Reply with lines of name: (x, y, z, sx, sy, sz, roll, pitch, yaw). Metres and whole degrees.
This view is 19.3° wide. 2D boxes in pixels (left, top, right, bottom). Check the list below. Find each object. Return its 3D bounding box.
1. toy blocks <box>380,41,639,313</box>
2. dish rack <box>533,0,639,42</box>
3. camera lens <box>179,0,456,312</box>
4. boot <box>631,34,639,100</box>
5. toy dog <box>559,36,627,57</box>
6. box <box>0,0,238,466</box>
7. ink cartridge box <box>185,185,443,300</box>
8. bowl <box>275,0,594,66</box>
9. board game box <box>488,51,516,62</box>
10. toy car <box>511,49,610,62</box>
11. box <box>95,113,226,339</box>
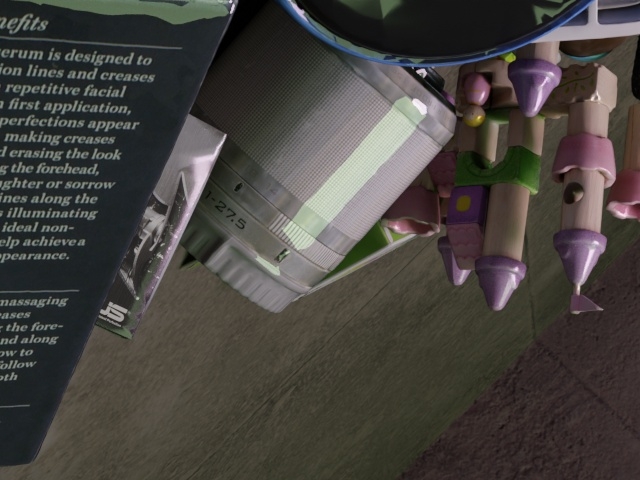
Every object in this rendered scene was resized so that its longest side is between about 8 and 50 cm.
toy blocks: (0.173, -0.051, 1.971, 0.309, 0.288, 0.260, 28, 65, -48)
dish rack: (0.192, -0.326, 1.719, 0.285, 0.072, 0.333, -3, 138, 5)
camera lens: (-0.023, -0.096, 1.804, 0.274, 0.219, 0.219, -49, 161, 6)
boot: (0.446, -0.302, 2.303, 0.131, 0.260, 0.348, -6, -172, 24)
toy dog: (0.336, -0.385, 1.940, 0.408, 0.284, 0.395, -36, 153, 4)
box: (-0.250, -0.091, 1.122, 0.212, 0.293, 0.395, 0, 135, -31)
ink cartridge box: (0.000, 0.000, 2.145, 0.189, 0.097, 0.255, -30, 178, 43)
bowl: (0.114, -0.311, 1.560, 0.391, 0.077, 0.391, -10, 132, -11)
board game box: (0.284, -0.287, 2.356, 0.181, 0.043, 0.092, -46, 162, -3)
toy car: (0.296, -0.278, 2.219, 0.159, 0.136, 0.182, -46, 143, -4)
box: (-0.211, -0.052, 1.447, 0.056, 0.231, 0.183, 16, -101, 63)
